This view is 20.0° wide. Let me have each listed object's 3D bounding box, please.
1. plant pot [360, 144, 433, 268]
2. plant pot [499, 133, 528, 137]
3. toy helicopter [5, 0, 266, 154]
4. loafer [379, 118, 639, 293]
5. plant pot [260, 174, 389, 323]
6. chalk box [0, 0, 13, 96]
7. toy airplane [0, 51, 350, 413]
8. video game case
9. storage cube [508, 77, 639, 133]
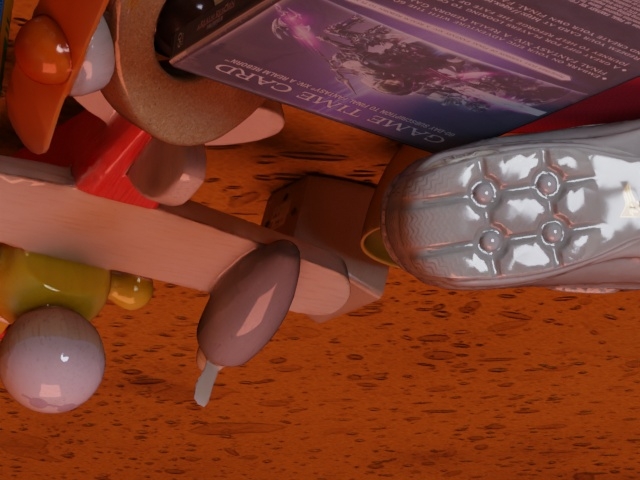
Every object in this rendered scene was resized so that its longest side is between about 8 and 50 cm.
[{"bbox_3d":[0.104,-0.038,1.567,0.134,0.095,0.134,3,160,1],"label":"plant pot"},{"bbox_3d":[0.166,-0.109,1.249,0.188,0.205,0.205,-16,157,7],"label":"plant pot"},{"bbox_3d":[-0.109,-0.188,1.054,0.140,0.235,0.355,38,161,37],"label":"toy helicopter"},{"bbox_3d":[0.191,-0.024,1.060,0.319,0.112,0.111,-1,-177,-11],"label":"loafer"},{"bbox_3d":[0.000,0.000,1.685,0.096,0.109,0.109,27,151,-25],"label":"plant pot"},{"bbox_3d":[-0.354,-0.164,1.167,0.289,0.180,0.179,-12,155,38],"label":"chalk box"},{"bbox_3d":[-0.192,0.003,1.463,0.386,0.272,0.384,-1,159,11],"label":"toy airplane"},{"bbox_3d":[0.071,-0.112,0.940,0.196,0.026,0.274,16,160,-29],"label":"video game case"},{"bbox_3d":[0.167,-0.179,1.042,0.215,0.183,0.193,-1,160,10],"label":"storage cube"}]
